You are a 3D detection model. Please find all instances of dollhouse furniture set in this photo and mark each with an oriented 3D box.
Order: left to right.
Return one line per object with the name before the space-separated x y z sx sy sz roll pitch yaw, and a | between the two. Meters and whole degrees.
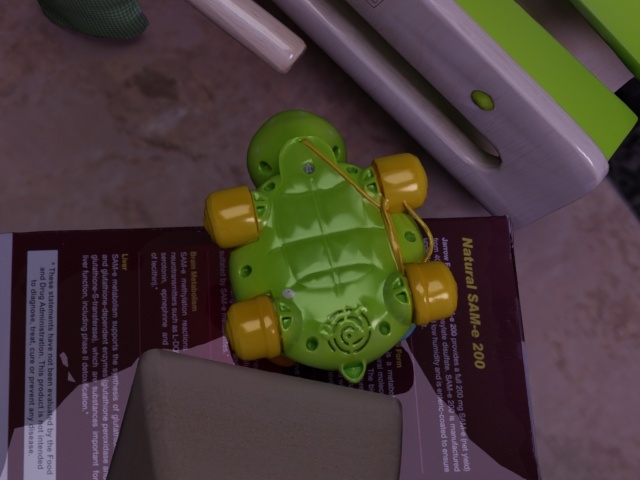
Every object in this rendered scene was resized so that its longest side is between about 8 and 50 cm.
dollhouse furniture set | -0.168 -0.121 0.698 0.151 0.076 0.059 14 66 12

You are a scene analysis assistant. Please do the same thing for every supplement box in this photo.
supplement box | -0.029 0.063 0.638 0.239 0.073 0.130 -1 69 -4

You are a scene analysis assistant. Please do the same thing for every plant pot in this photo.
plant pot | -0.029 0.121 0.534 0.109 0.109 0.096 13 27 -12

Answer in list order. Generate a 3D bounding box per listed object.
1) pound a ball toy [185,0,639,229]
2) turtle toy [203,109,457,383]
pound a ball toy | -0.001 -0.132 0.647 0.319 0.136 0.208 43 66 -7
turtle toy | 0.000 0.000 0.589 0.095 0.066 0.130 -11 68 -5
